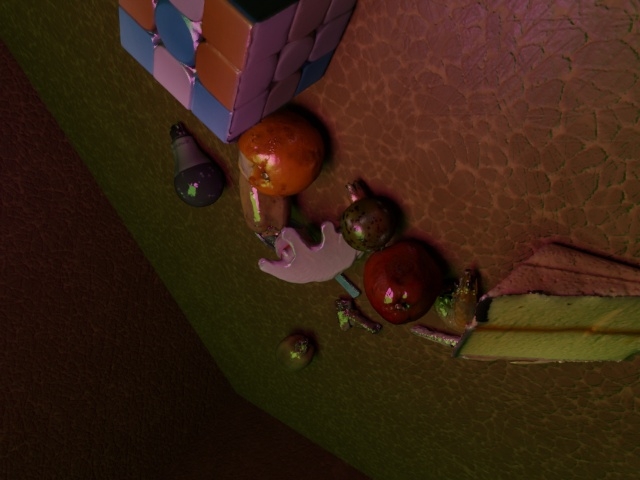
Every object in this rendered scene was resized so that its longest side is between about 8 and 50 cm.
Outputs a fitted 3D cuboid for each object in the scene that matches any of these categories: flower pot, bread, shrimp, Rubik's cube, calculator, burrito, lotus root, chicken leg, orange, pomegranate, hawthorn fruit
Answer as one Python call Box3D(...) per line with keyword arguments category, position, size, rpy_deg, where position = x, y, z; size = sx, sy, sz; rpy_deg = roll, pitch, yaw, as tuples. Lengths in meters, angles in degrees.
Box3D(category="flower pot", position=(-0.127, -0.016, 1.718), size=(0.229, 0.108, 0.103), rpy_deg=(38, 147, 12))
Box3D(category="bread", position=(0.533, 0.199, 1.065), size=(0.405, 0.242, 0.345), rpy_deg=(30, 149, 32))
Box3D(category="shrimp", position=(0.376, 0.159, 1.363), size=(0.152, 0.063, 0.287), rpy_deg=(37, 152, 37))
Box3D(category="Rubik's cube", position=(-0.167, -0.479, 0.992), size=(0.344, 0.347, 0.346), rpy_deg=(43, 148, 3))
Box3D(category="calculator", position=(0.074, 0.136, 1.734), size=(0.172, 0.018, 0.057), rpy_deg=(45, 148, 3))
Box3D(category="burrito", position=(0.367, 0.304, 1.558), size=(0.185, 0.041, 0.045), rpy_deg=(12, 177, 43))
Box3D(category="lotus root", position=(-0.118, 0.528, 2.298), size=(0.169, 0.151, 0.342), rpy_deg=(44, 152, 3))
Box3D(category="chicken leg", position=(0.123, 0.291, 1.805), size=(0.196, 0.080, 0.125), rpy_deg=(43, 137, 4))
Box3D(category="orange", position=(-0.109, -0.234, 1.329), size=(0.240, 0.240, 0.240), rpy_deg=(31, 146, 24))
Box3D(category="pomegranate", position=(0.121, -0.064, 1.329), size=(0.159, 0.159, 0.205), rpy_deg=(-37, 70, 59))
Box3D(category="lotus root", position=(-0.174, -0.150, 1.548), size=(0.146, 0.160, 0.284), rpy_deg=(9, 109, 54))
Box3D(category="hawthorn fruit", position=(0.215, 0.123, 1.320), size=(0.224, 0.261, 0.224), rpy_deg=(7, 118, 13))

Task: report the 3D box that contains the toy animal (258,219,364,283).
Box3D(category="toy animal", position=(0.000, 0.000, 1.528), size=(0.266, 0.188, 0.308), rpy_deg=(31, 104, -4))

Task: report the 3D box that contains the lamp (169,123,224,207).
Box3D(category="lamp", position=(-0.461, -0.277, 1.790), size=(0.182, 0.182, 0.313), rpy_deg=(4, 111, 49))
